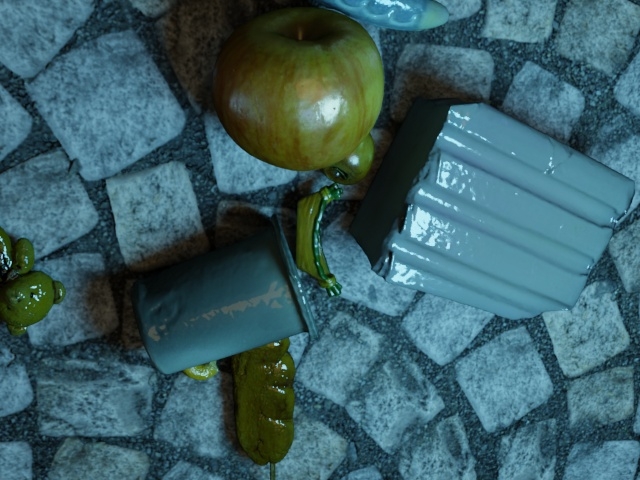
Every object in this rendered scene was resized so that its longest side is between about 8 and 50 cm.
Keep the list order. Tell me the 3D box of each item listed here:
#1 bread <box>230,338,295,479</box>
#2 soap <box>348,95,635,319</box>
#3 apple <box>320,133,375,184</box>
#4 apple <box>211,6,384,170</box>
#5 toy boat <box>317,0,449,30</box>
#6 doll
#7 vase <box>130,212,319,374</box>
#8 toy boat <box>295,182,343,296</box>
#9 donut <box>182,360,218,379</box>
[{"bbox_3d":[-0.106,0.321,1.593,0.124,0.084,0.343,0,108,7],"label":"bread"},{"bbox_3d":[0.322,-0.052,1.533,0.435,0.213,0.350,19,98,-21],"label":"soap"},{"bbox_3d":[0.052,-0.158,1.477,0.102,0.099,0.114,-65,147,-27],"label":"apple"},{"bbox_3d":[-0.034,-0.249,1.339,0.286,0.286,0.233,-11,133,-13],"label":"apple"},{"bbox_3d":[0.082,-0.477,1.330,0.330,0.123,0.215,19,69,-15],"label":"toy boat"},{"bbox_3d":[-0.541,0.059,1.380,0.137,0.097,0.209,-36,108,3],"label":"doll"},{"bbox_3d":[-0.173,0.106,1.445,0.291,0.245,0.245,-18,111,-1],"label":"vase"},{"bbox_3d":[0.000,0.000,1.520,0.088,0.089,0.229,3,115,4],"label":"toy boat"},{"bbox_3d":[-0.231,0.217,1.547,0.097,0.043,0.108,8,100,-19],"label":"donut"}]
